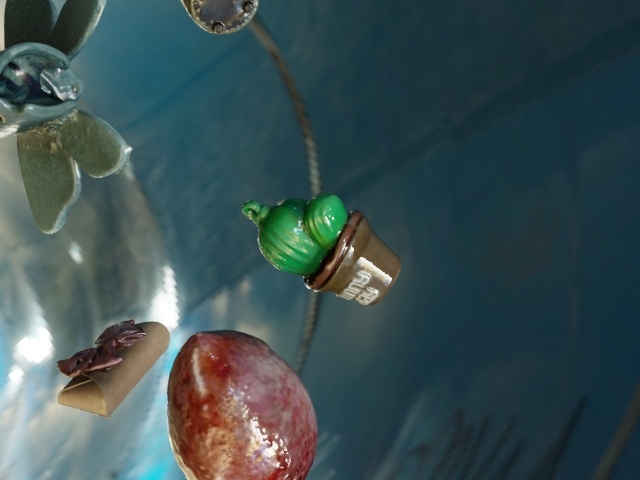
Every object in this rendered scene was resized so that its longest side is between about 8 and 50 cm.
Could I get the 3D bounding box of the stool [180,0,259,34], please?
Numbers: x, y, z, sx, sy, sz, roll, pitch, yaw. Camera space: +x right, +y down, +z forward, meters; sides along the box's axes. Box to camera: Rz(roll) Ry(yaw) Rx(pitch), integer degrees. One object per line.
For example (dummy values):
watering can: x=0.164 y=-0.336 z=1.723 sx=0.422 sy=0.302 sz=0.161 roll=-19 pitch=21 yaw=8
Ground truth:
stool: x=-0.116 y=-0.288 z=1.777 sx=0.096 sy=0.096 sz=0.110 roll=61 pitch=3 yaw=-29

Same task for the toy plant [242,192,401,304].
toy plant: x=0.000 y=0.000 z=1.862 sx=0.200 sy=0.105 sz=0.143 roll=30 pitch=-33 yaw=-10

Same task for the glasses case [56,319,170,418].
glasses case: x=-0.293 y=0.155 z=2.128 sx=0.102 sy=0.193 sz=0.070 roll=14 pitch=-59 yaw=16

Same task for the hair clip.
hair clip: x=-0.463 y=-0.207 z=2.284 sx=0.318 sy=0.238 sz=0.392 roll=-9 pitch=-92 yaw=51

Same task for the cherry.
cherry: x=-0.101 y=0.204 z=1.820 sx=0.175 sy=0.192 sz=0.250 roll=-10 pitch=-58 yaw=19
